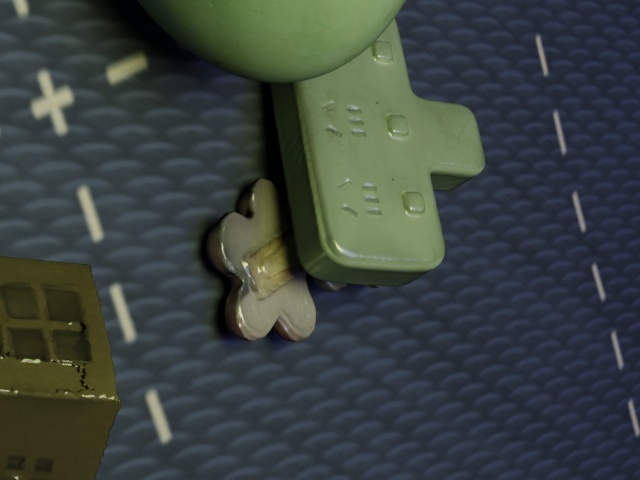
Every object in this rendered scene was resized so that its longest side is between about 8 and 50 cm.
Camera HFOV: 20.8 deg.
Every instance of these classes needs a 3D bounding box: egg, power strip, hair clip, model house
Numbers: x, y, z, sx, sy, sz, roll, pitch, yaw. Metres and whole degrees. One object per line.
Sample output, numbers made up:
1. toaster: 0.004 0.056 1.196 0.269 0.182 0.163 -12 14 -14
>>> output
1. egg: -0.050 -0.313 1.327 0.276 0.276 0.389 -20 104 -51
2. power strip: 0.054 -0.089 1.523 0.193 0.059 0.265 4 65 -34
3. hair clip: -0.006 0.001 1.525 0.257 0.075 0.146 -31 108 -42
4. model house: -0.279 0.097 1.097 0.243 0.211 0.204 6 36 -24
